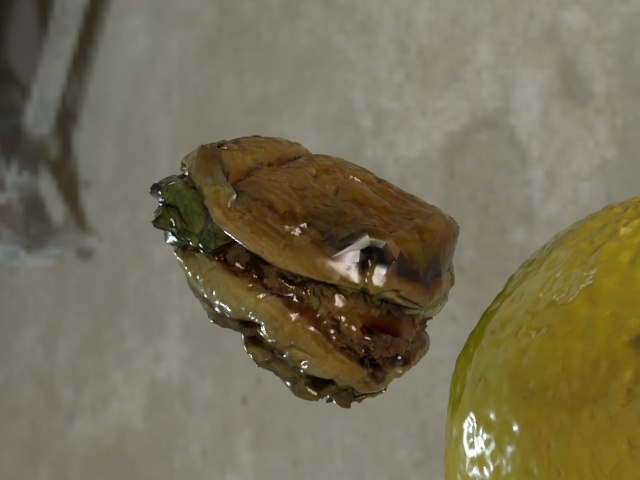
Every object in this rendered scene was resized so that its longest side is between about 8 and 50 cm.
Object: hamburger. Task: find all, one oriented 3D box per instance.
[{"bbox_3d":[0.000,0.000,1.188,0.206,0.183,0.130,43,113,14],"label":"hamburger"}]

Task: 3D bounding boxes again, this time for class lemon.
[{"bbox_3d":[0.192,0.104,0.836,0.322,0.268,0.268,-16,78,42],"label":"lemon"}]
